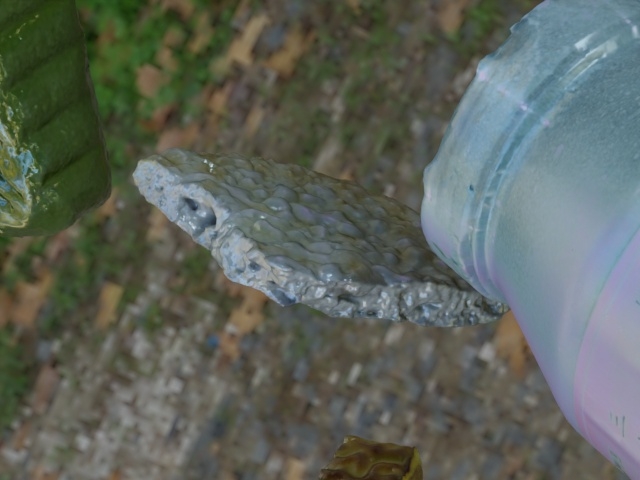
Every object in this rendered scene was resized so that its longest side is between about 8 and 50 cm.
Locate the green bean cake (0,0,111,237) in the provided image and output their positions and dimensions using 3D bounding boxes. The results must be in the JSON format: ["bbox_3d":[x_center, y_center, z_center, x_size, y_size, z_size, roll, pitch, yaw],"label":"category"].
[{"bbox_3d":[-0.275,-0.119,1.472,0.222,0.248,0.125,5,37,40],"label":"green bean cake"}]

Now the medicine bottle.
[{"bbox_3d":[0.218,0.012,0.979,0.290,0.245,0.245,43,109,37],"label":"medicine bottle"}]

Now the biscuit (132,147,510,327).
[{"bbox_3d":[0.000,0.000,1.232,0.188,0.265,0.040,-48,-23,-65],"label":"biscuit"}]

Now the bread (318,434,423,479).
[{"bbox_3d":[0.046,0.328,1.961,0.181,0.096,0.222,-42,-44,-57],"label":"bread"}]
